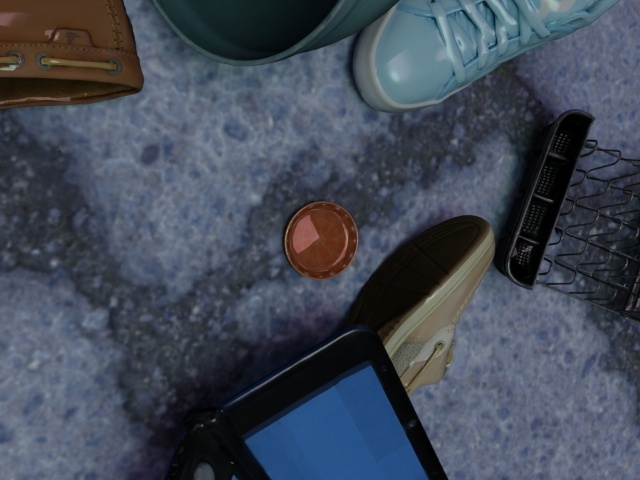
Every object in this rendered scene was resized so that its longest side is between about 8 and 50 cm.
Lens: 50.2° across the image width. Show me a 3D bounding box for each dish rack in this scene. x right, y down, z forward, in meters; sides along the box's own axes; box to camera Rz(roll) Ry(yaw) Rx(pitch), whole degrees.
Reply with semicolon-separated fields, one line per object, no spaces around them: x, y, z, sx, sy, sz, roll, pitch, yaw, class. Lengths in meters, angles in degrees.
0.351;-0.011;0.811;0.271;0.074;0.208;21;90;-11;dish rack

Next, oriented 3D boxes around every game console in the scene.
0.002;0.269;0.617;0.173;0.250;0.293;-14;125;21;game console

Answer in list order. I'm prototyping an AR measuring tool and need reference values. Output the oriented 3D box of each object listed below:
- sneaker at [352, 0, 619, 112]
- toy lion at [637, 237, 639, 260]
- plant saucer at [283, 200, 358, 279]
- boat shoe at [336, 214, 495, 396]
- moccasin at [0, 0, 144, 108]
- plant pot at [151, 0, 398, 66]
0.200;-0.253;0.699;0.366;0.150;0.135;-36;106;-14;sneaker
0.451;-0.008;0.891;0.096;0.034;0.100;-40;108;-5;toy lion
0.000;0.000;0.723;0.083;0.013;0.084;-2;96;-22;plant saucer
0.087;0.106;0.723;0.098;0.109;0.302;41;86;-26;boat shoe
-0.329;-0.115;0.526;0.380;0.139;0.147;-19;94;-28;moccasin
-0.004;-0.301;0.568;0.196;0.293;0.293;-20;105;-46;plant pot
